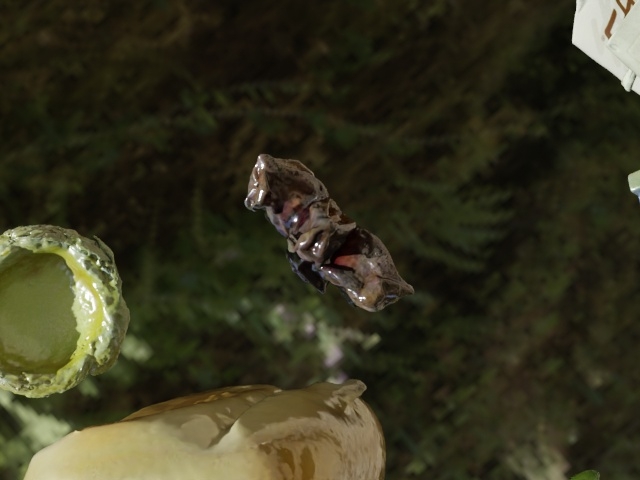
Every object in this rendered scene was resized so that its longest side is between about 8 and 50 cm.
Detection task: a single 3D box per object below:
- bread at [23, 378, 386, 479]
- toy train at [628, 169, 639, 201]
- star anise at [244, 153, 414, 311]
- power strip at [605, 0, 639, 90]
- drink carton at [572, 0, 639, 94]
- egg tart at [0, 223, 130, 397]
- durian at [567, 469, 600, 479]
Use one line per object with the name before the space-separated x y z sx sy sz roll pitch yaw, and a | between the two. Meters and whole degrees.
bread | -0.121 0.288 1.874 0.376 0.348 0.253 1 -98 -75
toy train | 0.462 -0.026 1.844 0.131 0.299 0.202 20 -126 -47
star anise | 0.005 0.005 2.019 0.220 0.099 0.214 45 -175 8
power strip | 0.264 -0.152 1.379 0.075 0.042 0.175 41 156 5
drink carton | 0.317 -0.285 1.585 0.194 0.132 0.325 48 154 47
egg tart | -0.305 0.075 1.972 0.197 0.197 0.078 51 176 -2
durian | 0.258 0.362 1.783 0.101 0.139 0.250 40 -148 -61
